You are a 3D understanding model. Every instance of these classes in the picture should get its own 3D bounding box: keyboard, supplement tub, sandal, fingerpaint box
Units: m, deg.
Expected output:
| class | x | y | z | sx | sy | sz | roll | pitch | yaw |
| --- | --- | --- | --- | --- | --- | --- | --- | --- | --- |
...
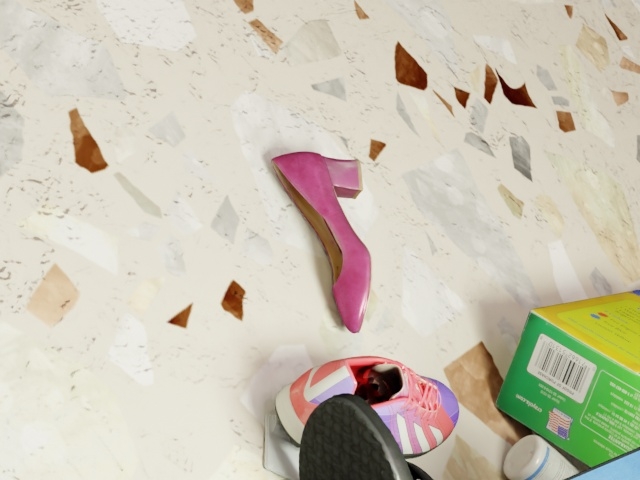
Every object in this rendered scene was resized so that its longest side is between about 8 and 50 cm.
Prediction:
| class | x | y | z | sx | sy | sz | roll | pitch | yaw |
| --- | --- | --- | --- | --- | --- | --- | --- | --- | --- |
| keyboard | 0.033 | 0.278 | 1.786 | 0.256 | 0.014 | 0.072 | 28 | 50 | -32 |
| supplement tub | 0.300 | 0.313 | 2.007 | 0.107 | 0.071 | 0.071 | 41 | 39 | -19 |
| sandal | 0.107 | 0.369 | 1.678 | 0.107 | 0.167 | 0.445 | -27 | 93 | -44 |
| fingerpaint box | 0.527 | 0.244 | 2.053 | 0.445 | 0.163 | 0.371 | 31 | 23 | 33 |

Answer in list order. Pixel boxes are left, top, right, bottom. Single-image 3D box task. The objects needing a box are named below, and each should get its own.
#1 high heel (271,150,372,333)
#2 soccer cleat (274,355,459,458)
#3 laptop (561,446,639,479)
| class | x | y | z | sx | sy | sz | roll | pitch | yaw |
| --- | --- | --- | --- | --- | --- | --- | --- | --- | --- |
| high heel | 0.000 | 0.000 | 1.919 | 0.117 | 0.082 | 0.244 | 2 | 72 | -15 |
| soccer cleat | 0.086 | 0.191 | 1.807 | 0.318 | 0.116 | 0.108 | 9 | 50 | -49 |
| laptop | 0.329 | 0.448 | 1.577 | 0.408 | 0.236 | 0.382 | -29 | 95 | -48 |
